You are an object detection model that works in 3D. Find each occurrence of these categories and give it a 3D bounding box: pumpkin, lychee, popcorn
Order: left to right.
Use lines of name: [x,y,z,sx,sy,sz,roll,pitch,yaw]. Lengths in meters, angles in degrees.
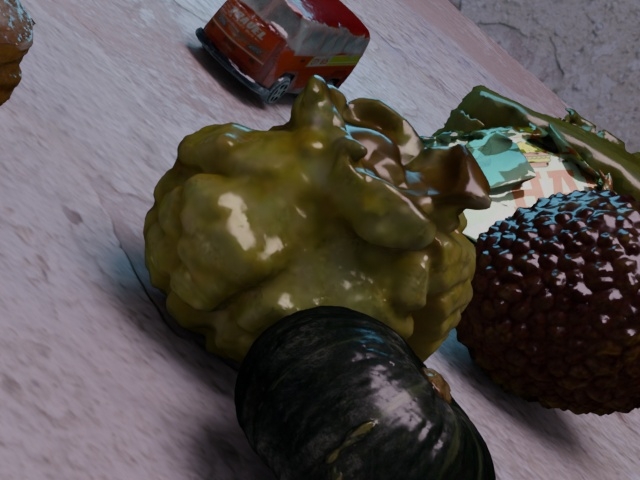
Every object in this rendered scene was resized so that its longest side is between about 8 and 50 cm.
popcorn: [0.000,0.000,1.480,0.258,0.270,0.224,78,3,-64]
pumpkin: [0.027,0.145,1.323,0.211,0.152,0.211,43,10,-9]
lychee: [0.260,0.064,1.930,0.271,0.236,0.236,-9,44,-26]

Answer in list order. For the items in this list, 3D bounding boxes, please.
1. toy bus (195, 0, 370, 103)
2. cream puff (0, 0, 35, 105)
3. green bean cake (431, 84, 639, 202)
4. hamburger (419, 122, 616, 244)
toy bus: [-0.037,-0.231,2.167,0.121,0.120,0.265,45,16,13]
cream puff: [-0.286,-0.155,1.430,0.144,0.103,0.126,43,29,2]
green bean cake: [0.270,-0.063,2.367,0.285,0.202,0.310,31,13,9]
hamburger: [0.205,-0.041,2.131,0.235,0.125,0.214,19,57,3]
